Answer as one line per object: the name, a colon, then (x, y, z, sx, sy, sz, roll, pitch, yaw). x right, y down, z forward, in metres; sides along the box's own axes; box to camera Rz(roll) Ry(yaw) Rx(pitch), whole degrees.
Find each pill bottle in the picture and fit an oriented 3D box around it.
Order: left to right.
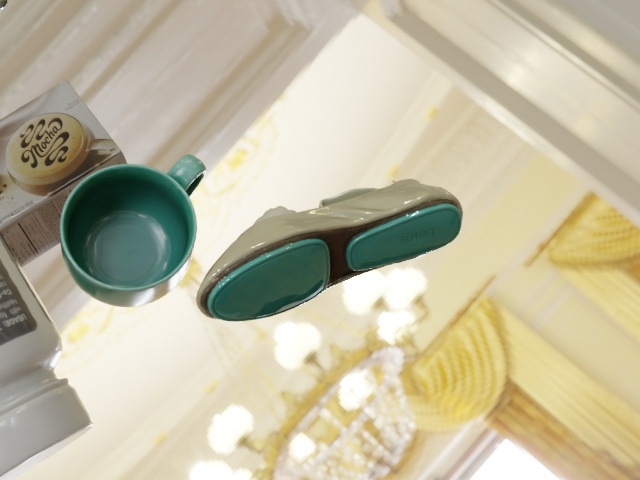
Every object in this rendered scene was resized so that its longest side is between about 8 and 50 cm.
pill bottle: (-0.405, 0.087, 1.329, 0.204, 0.361, 0.204, -31, -5, -3)

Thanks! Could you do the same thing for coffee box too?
coffee box: (-0.437, -0.073, 1.798, 0.297, 0.168, 0.119, -34, -27, -11)

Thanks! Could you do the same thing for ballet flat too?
ballet flat: (0.000, 0.000, 1.035, 0.248, 0.086, 0.086, -16, -34, -24)

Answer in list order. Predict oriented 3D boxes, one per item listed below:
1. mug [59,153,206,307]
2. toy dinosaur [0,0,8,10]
mug: (-0.177, -0.003, 1.228, 0.157, 0.129, 0.097, -15, -15, -15)
toy dinosaur: (-0.434, -0.234, 1.403, 0.064, 0.118, 0.268, -1, -22, -38)
